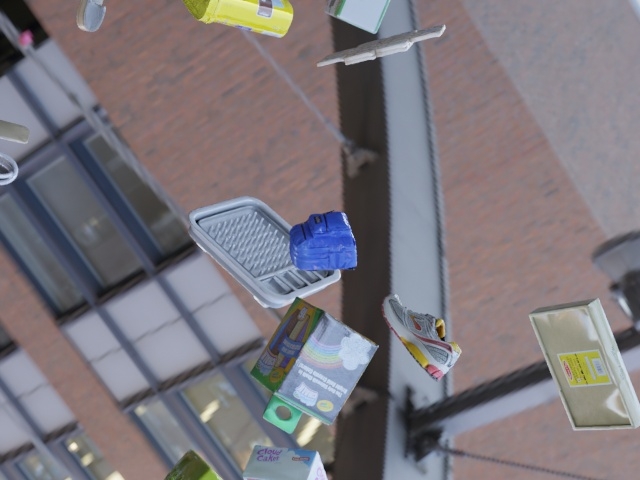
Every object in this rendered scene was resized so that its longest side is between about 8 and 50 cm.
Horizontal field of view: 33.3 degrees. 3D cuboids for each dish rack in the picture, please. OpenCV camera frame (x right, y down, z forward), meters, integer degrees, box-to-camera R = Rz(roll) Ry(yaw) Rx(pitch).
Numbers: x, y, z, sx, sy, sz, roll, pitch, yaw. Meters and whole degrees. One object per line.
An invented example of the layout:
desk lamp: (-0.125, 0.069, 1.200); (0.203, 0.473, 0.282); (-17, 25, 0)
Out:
dish rack: (-0.142, 0.034, 2.546); (0.285, 0.333, 0.072); (-21, 147, -53)

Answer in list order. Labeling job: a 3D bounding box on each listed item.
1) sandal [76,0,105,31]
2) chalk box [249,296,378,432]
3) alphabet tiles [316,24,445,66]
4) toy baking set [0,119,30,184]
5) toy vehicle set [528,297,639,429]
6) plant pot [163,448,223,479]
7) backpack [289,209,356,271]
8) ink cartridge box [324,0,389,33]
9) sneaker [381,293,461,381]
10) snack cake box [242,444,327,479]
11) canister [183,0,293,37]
sandal: (-0.490, -0.569, 2.303); (0.079, 0.088, 0.240); (15, -97, 28)
chalk box: (-0.025, 0.229, 1.871); (0.213, 0.132, 0.132); (-57, -156, -4)
alphabet tiles: (0.136, -0.424, 2.348); (0.278, 0.021, 0.284); (-13, -167, 13)
toy baking set: (-0.495, -0.104, 1.336); (0.256, 0.197, 0.030); (-50, 171, -47)
toy vehicle set: (0.534, 0.253, 2.151); (0.035, 0.267, 0.166); (-25, -174, -35)
plant pot: (-0.250, 0.590, 2.181); (0.207, 0.227, 0.228); (-42, -169, -12)
backpack: (0.000, 0.000, 2.009); (0.120, 0.101, 0.098); (-8, -151, -6)
ink cartridge box: (0.083, -0.493, 2.078); (0.208, 0.087, 0.153); (-117, -132, -75)
sneaker: (0.204, 0.183, 2.156); (0.093, 0.088, 0.225); (-41, -129, 2)
snack cake box: (-0.061, 0.576, 2.393); (0.152, 0.264, 0.089); (3, -135, 20)
canister: (-0.146, -0.422, 1.888); (0.126, 0.170, 0.073); (55, -52, 43)
